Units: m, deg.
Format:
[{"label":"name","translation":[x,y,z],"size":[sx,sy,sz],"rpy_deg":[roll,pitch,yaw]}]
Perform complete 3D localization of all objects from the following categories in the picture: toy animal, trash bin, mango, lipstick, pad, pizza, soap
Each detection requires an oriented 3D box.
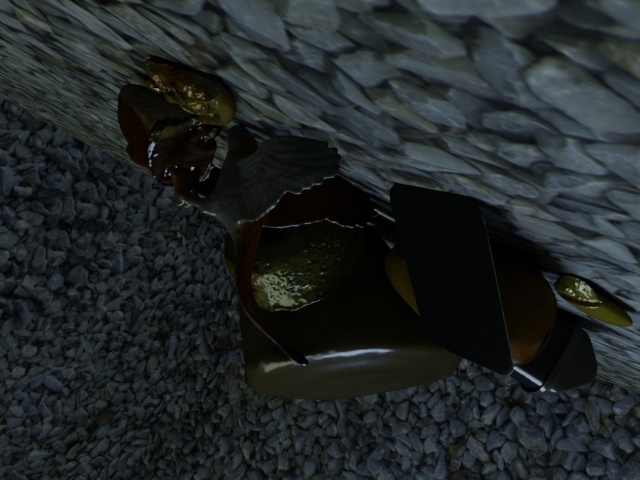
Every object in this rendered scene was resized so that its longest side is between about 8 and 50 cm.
[{"label":"toy animal","translation":[-0.096,-0.010,0.979],"size":[0.302,0.284,0.225],"rpy_deg":[22,177,20]},{"label":"trash bin","translation":[0.424,0.209,1.419],"size":[0.290,0.182,0.209],"rpy_deg":[30,176,7]},{"label":"mango","translation":[0.232,0.085,1.064],"size":[0.211,0.173,0.317],"rpy_deg":[31,180,-38]},{"label":"lipstick","translation":[-0.348,-0.177,1.740],"size":[0.418,0.077,0.077],"rpy_deg":[24,176,27]},{"label":"pad","translation":[0.175,0.053,0.907],"size":[0.181,0.004,0.267],"rpy_deg":[19,131,55]},{"label":"pizza","translation":[-0.167,-0.187,0.855],"size":[0.131,0.041,0.178],"rpy_deg":[29,174,-26]},{"label":"soap","translation":[0.411,0.094,1.024],"size":[0.168,0.033,0.089],"rpy_deg":[29,172,-32]}]

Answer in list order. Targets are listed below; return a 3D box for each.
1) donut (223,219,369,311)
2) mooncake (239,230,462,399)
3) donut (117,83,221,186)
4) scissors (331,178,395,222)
[{"label":"donut","translation":[-0.057,-0.010,1.161],"size":[0.272,0.272,0.107],"rpy_deg":[20,153,47]},{"label":"mooncake","translation":[0.054,0.165,1.355],"size":[0.467,0.262,0.467],"rpy_deg":[-3,155,-1]},{"label":"donut","translation":[-0.243,-0.161,1.033],"size":[0.126,0.144,0.186],"rpy_deg":[45,-151,19]},{"label":"scissors","translation":[0.073,-0.065,1.088],"size":[0.176,0.022,0.085],"rpy_deg":[28,179,-1]}]
